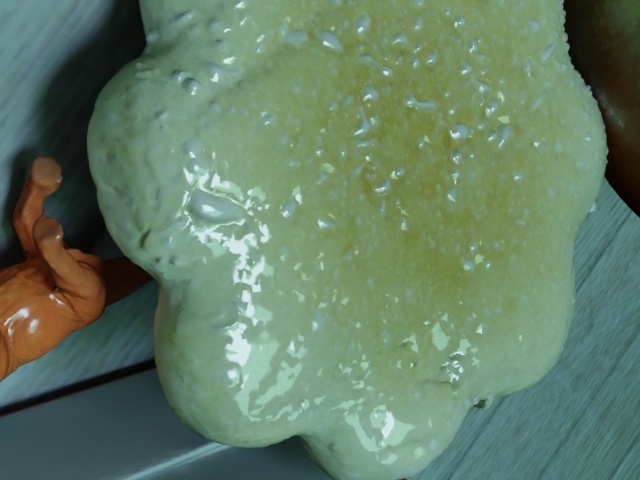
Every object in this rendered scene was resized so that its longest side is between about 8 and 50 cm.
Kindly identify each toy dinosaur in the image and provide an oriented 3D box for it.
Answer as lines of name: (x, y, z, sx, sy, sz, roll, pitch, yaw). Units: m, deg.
toy dinosaur: (-0.119, 0.013, 0.584, 0.279, 0.055, 0.101, -37, 151, -31)

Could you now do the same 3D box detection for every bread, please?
bread: (0.033, -0.041, 0.620, 0.316, 0.054, 0.316, 0, 90, -38)

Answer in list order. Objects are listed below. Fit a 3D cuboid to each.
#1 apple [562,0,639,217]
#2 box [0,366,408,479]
apple: (0.283, -0.130, 0.754, 0.277, 0.319, 0.319, 19, 101, -56)
box: (-0.077, 0.275, 0.618, 0.314, 0.300, 0.312, -14, 127, -47)
